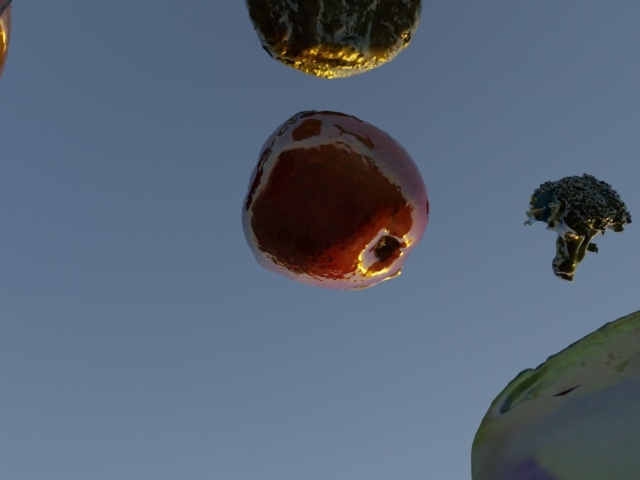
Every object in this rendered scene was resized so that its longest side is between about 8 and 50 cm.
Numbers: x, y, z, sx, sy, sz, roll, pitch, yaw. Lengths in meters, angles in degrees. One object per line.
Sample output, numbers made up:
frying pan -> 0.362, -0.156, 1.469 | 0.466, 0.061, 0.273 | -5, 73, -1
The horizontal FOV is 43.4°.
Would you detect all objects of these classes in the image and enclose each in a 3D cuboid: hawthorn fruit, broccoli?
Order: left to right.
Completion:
hawthorn fruit -> 0.016, -0.033, 0.758 | 0.173, 0.173, 0.173 | 4, -61, 7
broccoli -> 0.375, -0.020, 1.186 | 0.154, 0.167, 0.160 | 18, -90, -24

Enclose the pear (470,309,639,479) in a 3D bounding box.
pear -> 0.296, 0.160, 0.439 | 0.399, 0.399, 0.165 | -15, -74, 17

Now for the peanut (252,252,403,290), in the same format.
peanut -> -0.008, -0.004, 1.264 | 0.291, 0.143, 0.159 | 14, -15, 46

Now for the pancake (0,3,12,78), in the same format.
pancake -> -0.502, -0.203, 0.982 | 0.071, 0.382, 0.382 | 20, -60, 2

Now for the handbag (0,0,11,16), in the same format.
handbag -> -0.306, -0.220, 0.561 | 0.074, 0.216, 0.203 | 11, -27, 21

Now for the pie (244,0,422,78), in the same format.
pie -> 0.020, -0.351, 1.060 | 0.277, 0.078, 0.277 | -6, -77, -26
